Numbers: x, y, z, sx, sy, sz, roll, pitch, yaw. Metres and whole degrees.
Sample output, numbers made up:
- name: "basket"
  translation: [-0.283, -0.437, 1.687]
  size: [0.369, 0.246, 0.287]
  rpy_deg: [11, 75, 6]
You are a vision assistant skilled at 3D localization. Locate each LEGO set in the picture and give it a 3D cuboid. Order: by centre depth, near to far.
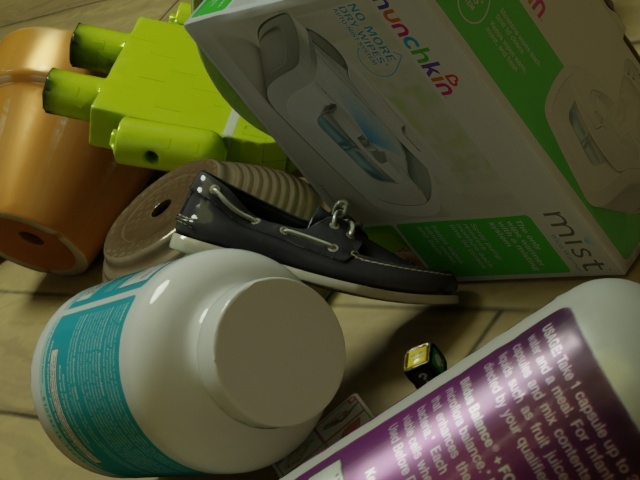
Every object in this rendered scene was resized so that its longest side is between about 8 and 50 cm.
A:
- name: "LEGO set"
  translation: [-0.007, 0.159, 1.025]
  size: [0.244, 0.060, 0.182]
  rpy_deg: [-39, 28, -1]

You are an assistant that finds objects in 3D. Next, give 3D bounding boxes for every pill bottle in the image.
- name: "pill bottle"
  translation: [0.118, 0.124, 0.779]
  size: [0.301, 0.169, 0.169]
  rpy_deg: [-34, 25, 11]
- name: "pill bottle"
  translation: [-0.087, 0.085, 1.100]
  size: [0.146, 0.146, 0.264]
  rpy_deg: [-51, 17, -25]

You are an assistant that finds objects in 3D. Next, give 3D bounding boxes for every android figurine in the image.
- name: "android figurine"
  translation: [-0.104, -0.133, 1.484]
  size: [0.273, 0.056, 0.248]
  rpy_deg: [12, 37, 5]

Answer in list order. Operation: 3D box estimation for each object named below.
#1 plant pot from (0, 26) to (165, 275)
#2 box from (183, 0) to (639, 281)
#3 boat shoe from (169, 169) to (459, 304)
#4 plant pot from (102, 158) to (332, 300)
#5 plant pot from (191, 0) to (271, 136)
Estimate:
- name: "plant pot"
  translation: [-0.257, -0.076, 1.618]
  size: [0.205, 0.205, 0.188]
  rpy_deg: [-9, 54, 47]
- name: "box"
  translation: [0.083, -0.104, 1.101]
  size: [0.231, 0.262, 0.126]
  rpy_deg: [-2, 44, 51]
- name: "boat shoe"
  translation: [0.000, 0.000, 1.138]
  size: [0.075, 0.206, 0.065]
  rpy_deg: [29, -106, -84]
- name: "plant pot"
  translation: [-0.096, 0.011, 1.332]
  size: [0.237, 0.109, 0.237]
  rpy_deg: [-30, 26, 16]
- name: "plant pot"
  translation: [-0.011, -0.252, 1.422]
  size: [0.276, 0.276, 0.254]
  rpy_deg: [-39, 32, 0]
